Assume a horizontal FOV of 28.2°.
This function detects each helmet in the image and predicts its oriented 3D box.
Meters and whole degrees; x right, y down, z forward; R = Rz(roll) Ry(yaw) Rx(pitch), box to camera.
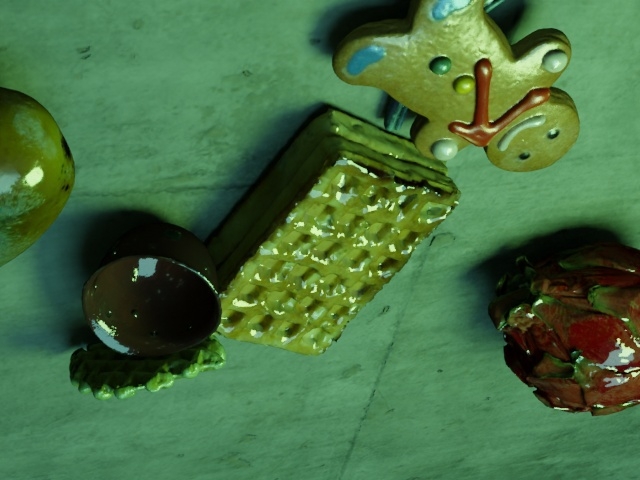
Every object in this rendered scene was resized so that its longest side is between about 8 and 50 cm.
[{"bbox_3d":[-0.185,0.046,1.442,0.155,0.106,0.175,19,131,-11],"label":"helmet"}]

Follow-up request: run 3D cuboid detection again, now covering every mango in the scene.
[{"bbox_3d":[-0.373,-0.035,1.235,0.316,0.146,0.193,-32,138,24],"label":"mango"}]

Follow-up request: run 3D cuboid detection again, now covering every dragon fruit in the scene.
[{"bbox_3d":[0.362,0.121,1.703,0.298,0.244,0.244,12,130,-24],"label":"dragon fruit"}]

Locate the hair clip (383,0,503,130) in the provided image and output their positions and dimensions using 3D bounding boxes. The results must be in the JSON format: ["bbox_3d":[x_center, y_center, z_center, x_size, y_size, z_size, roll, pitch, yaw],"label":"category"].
[{"bbox_3d":[0.139,-0.222,1.365,0.083,0.048,0.275,16,131,-36],"label":"hair clip"}]

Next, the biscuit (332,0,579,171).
[{"bbox_3d":[0.176,-0.162,1.377,0.205,0.049,0.324,-33,138,21],"label":"biscuit"}]

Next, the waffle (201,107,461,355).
[{"bbox_3d":[0.000,-0.001,1.500,0.213,0.091,0.308,16,128,-39],"label":"waffle"}]

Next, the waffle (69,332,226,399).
[{"bbox_3d":[-0.206,0.142,1.510,0.183,0.169,0.036,-15,109,-17],"label":"waffle"}]
